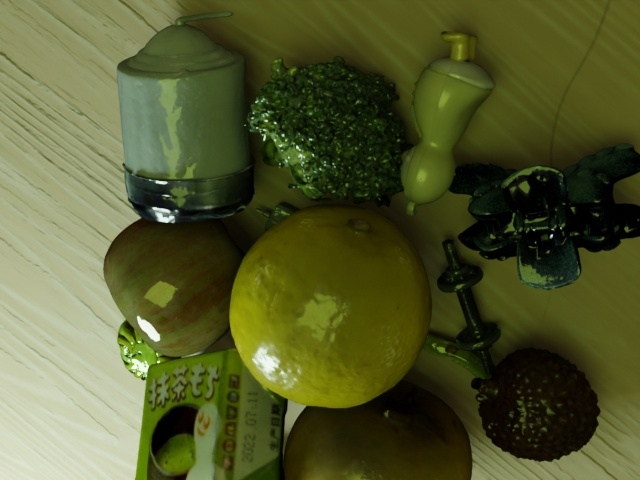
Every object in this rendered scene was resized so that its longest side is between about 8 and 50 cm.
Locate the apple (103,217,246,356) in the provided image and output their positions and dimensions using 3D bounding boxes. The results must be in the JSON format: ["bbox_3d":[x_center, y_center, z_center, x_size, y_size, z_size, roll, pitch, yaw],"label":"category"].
[{"bbox_3d":[-0.243,0.064,1.913,0.234,0.257,0.257,-39,99,-5],"label":"apple"}]

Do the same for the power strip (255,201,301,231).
[{"bbox_3d":[0.000,0.000,1.928,0.253,0.027,0.060,27,118,4],"label":"power strip"}]

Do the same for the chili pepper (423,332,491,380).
[{"bbox_3d":[0.262,0.219,1.939,0.208,0.043,0.049,34,105,-1],"label":"chili pepper"}]

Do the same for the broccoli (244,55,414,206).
[{"bbox_3d":[0.008,-0.175,1.784,0.246,0.248,0.288,11,134,51],"label":"broccoli"}]

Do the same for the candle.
[{"bbox_3d":[-0.222,-0.206,1.803,0.221,0.221,0.342,3,110,15],"label":"candle"}]

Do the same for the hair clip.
[{"bbox_3d":[0.351,-0.045,1.705,0.310,0.206,0.194,-7,106,20],"label":"hair clip"}]

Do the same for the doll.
[{"bbox_3d":[0.182,-0.180,1.718,0.117,0.141,0.296,26,102,10],"label":"doll"}]

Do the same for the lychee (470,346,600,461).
[{"bbox_3d":[0.357,0.275,1.854,0.238,0.200,0.200,22,118,-14],"label":"lychee"}]

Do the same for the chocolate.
[{"bbox_3d":[-0.196,0.335,1.935,0.137,0.288,0.301,19,156,-38],"label":"chocolate"}]

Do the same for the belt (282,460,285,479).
[{"bbox_3d":[-0.113,0.494,2.146,0.198,0.078,0.151,43,113,-3],"label":"belt"}]

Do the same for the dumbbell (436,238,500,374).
[{"bbox_3d":[0.254,0.115,1.875,0.082,0.081,0.254,-14,108,21],"label":"dumbbell"}]

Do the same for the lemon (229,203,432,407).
[{"bbox_3d":[0.018,0.102,1.770,0.348,0.348,0.348,6,114,14],"label":"lemon"}]

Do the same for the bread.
[{"bbox_3d":[-0.326,0.207,2.090,0.130,0.071,0.139,16,116,4],"label":"bread"}]

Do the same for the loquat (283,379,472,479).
[{"bbox_3d":[0.089,0.403,1.913,0.328,0.328,0.359,23,123,6],"label":"loquat"}]
